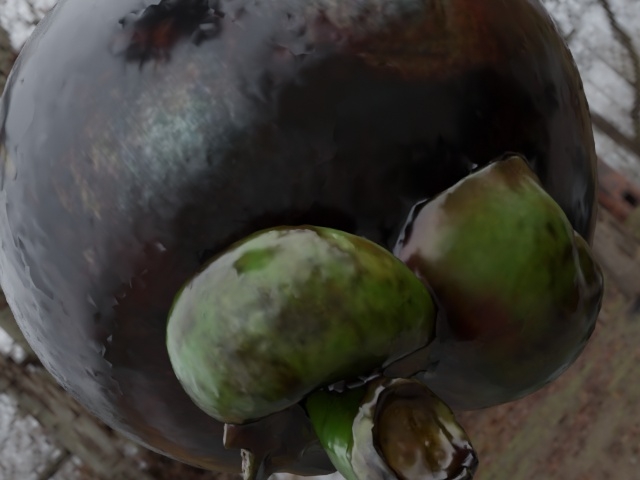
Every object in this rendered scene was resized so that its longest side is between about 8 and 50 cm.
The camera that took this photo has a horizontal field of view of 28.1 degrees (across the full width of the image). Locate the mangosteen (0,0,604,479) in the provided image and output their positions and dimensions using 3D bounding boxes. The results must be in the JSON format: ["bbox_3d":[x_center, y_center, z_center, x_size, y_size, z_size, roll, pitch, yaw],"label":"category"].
[{"bbox_3d":[0.000,0.000,0.625,0.306,0.360,0.306,-17,-35,-13],"label":"mangosteen"}]
